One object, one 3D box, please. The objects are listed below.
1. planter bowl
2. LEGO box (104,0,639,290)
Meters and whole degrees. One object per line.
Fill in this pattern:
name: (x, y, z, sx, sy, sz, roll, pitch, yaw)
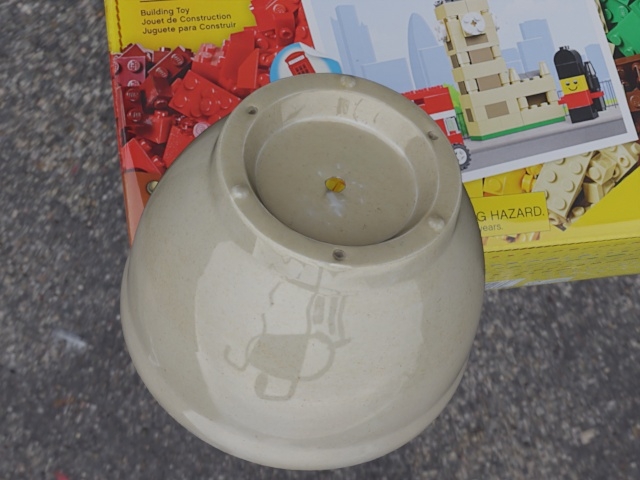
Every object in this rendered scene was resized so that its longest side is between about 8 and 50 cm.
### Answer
planter bowl: (0.000, 0.000, 0.453, 0.162, 0.162, 0.109, 11, 144, -5)
LEGO box: (0.111, -0.161, 0.715, 0.500, 0.193, 0.372, -6, 80, -10)
